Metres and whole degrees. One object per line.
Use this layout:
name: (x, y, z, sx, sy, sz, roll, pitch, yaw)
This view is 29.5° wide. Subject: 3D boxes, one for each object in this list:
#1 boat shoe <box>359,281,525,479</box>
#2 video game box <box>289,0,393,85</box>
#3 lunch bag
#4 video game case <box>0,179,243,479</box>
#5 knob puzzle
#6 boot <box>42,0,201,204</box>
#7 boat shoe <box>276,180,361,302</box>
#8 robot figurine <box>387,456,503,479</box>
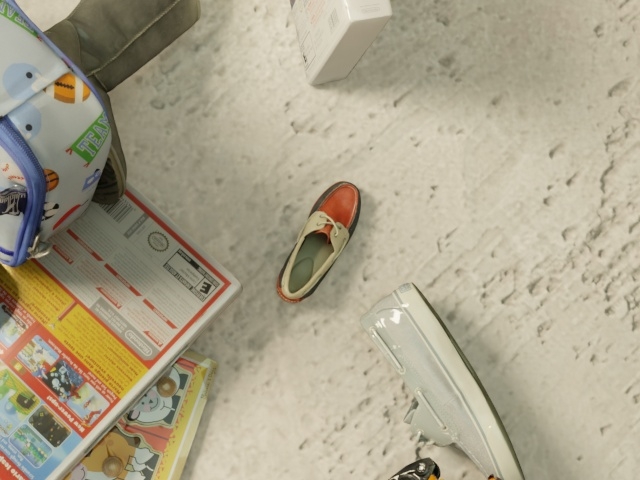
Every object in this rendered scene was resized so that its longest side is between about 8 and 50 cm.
boat shoe: (0.115, 0.153, 1.168, 0.081, 0.079, 0.227, -31, 87, 8)
video game box: (0.005, -0.262, 1.138, 0.048, 0.205, 0.187, -14, 85, -12)
lunch bag: (-0.316, -0.118, 1.045, 0.303, 0.243, 0.115, 46, 59, 3)
video game case: (-0.241, 0.079, 1.132, 0.204, 0.025, 0.285, 41, 79, 12)
knob puzzle: (-0.213, 0.163, 1.143, 0.213, 0.030, 0.213, 1, 83, -6)
boot: (-0.184, -0.163, 1.149, 0.076, 0.189, 0.208, 3, 38, 28)
boat shoe: (0.000, 0.000, 1.183, 0.049, 0.043, 0.137, 31, 79, 0)
robot figurine: (0.093, 0.345, 1.106, 0.211, 0.085, 0.291, 27, 78, 32)
